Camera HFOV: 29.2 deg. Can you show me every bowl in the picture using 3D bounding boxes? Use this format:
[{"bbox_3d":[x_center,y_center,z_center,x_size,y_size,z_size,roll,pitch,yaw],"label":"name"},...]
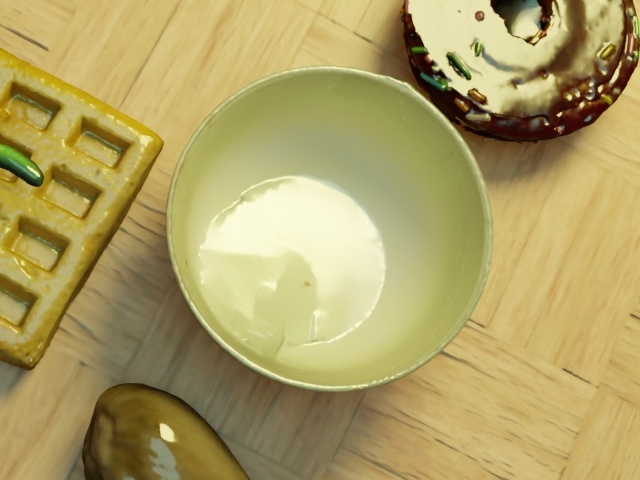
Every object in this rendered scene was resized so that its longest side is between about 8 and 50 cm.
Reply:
[{"bbox_3d":[0.000,0.000,1.069,0.277,0.145,0.277,2,77,-10],"label":"bowl"}]

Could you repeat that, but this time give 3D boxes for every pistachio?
[{"bbox_3d":[-0.122,0.198,1.031,0.185,0.126,0.108,47,117,-2],"label":"pistachio"}]

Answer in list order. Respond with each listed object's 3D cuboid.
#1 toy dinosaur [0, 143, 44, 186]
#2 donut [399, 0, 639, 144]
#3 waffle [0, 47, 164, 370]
[{"bbox_3d":[-0.482,0.083,0.939,0.500,0.144,0.374,4,78,6],"label":"toy dinosaur"},{"bbox_3d":[0.183,-0.200,1.172,0.235,0.089,0.235,2,79,-10],"label":"donut"},{"bbox_3d":[-0.287,-0.042,1.069,0.221,0.055,0.248,28,75,-4],"label":"waffle"}]
